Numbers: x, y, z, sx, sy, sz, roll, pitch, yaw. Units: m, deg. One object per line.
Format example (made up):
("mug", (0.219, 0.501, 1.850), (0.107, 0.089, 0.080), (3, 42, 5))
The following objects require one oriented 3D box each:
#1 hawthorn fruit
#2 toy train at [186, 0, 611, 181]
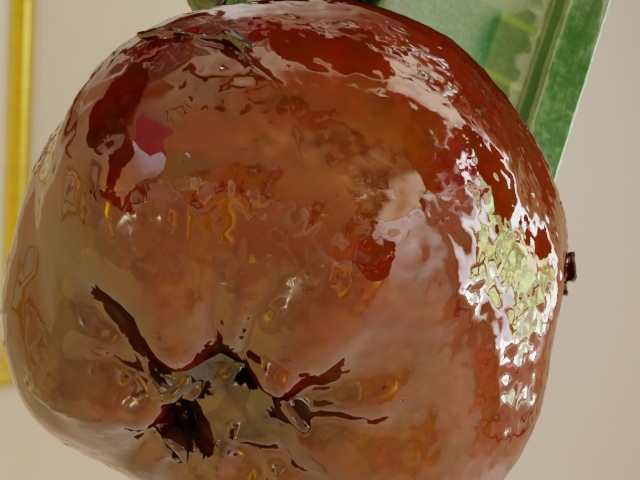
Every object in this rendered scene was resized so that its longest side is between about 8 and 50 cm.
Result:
("hawthorn fruit", (0.000, 0.000, 0.567), (0.185, 0.185, 0.202), (9, -147, 21))
("toy train", (0.010, -0.040, 0.798), (0.202, 0.301, 0.120), (24, 161, -14))
